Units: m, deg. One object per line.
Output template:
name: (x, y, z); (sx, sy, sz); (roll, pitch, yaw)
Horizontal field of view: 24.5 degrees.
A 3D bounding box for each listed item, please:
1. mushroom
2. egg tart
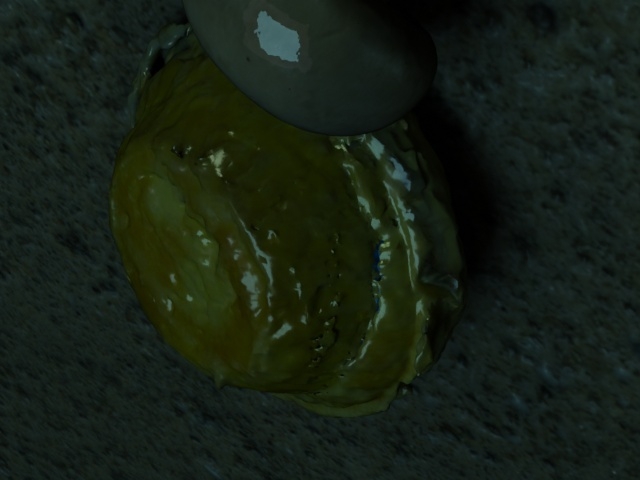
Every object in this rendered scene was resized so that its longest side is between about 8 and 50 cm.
mushroom: (0.010, -0.179, 1.008); (0.204, 0.204, 0.204); (27, 143, 22)
egg tart: (-0.052, -0.006, 1.228); (0.388, 0.169, 0.388); (28, 133, 35)
